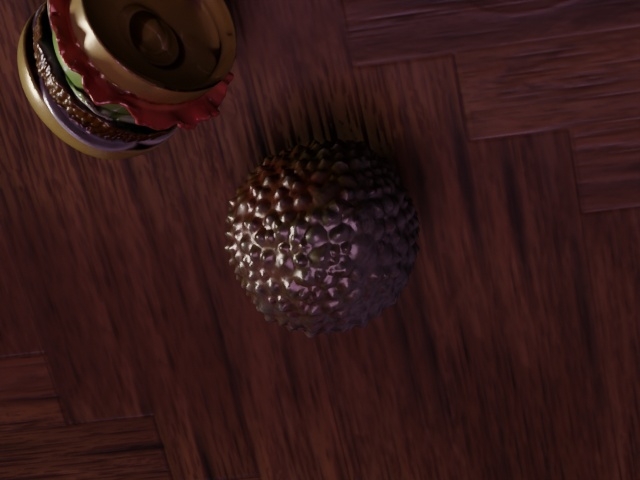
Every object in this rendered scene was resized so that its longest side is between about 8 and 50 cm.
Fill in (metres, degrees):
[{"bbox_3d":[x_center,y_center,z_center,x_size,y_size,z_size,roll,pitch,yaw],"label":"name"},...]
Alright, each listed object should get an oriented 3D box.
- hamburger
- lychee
[{"bbox_3d":[-0.160,-0.141,1.559,0.175,0.175,0.137,36,132,-17],"label":"hamburger"},{"bbox_3d":[0.000,0.000,1.628,0.165,0.165,0.197,26,146,-11],"label":"lychee"}]
